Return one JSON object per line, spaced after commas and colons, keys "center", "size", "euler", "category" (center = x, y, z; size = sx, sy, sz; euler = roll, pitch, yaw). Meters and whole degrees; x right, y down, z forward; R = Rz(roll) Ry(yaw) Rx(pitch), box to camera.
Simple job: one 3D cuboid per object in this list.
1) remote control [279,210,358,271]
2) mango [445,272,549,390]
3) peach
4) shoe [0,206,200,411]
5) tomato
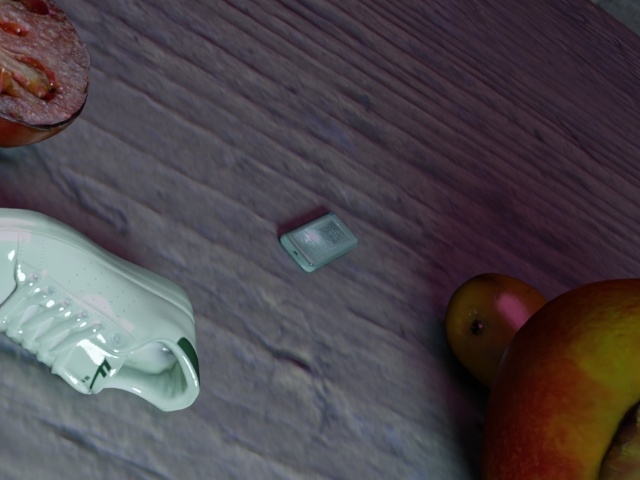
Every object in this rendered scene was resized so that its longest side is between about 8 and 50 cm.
{"center": [0.000, 0.000, 1.545], "size": [0.053, 0.018, 0.124], "euler": [49, 28, 6], "category": "remote control"}
{"center": [0.230, 0.119, 1.593], "size": [0.219, 0.112, 0.144], "euler": [34, 27, -29], "category": "mango"}
{"center": [0.311, 0.210, 1.365], "size": [0.370, 0.370, 0.370], "euler": [33, 29, -21], "category": "peach"}
{"center": [-0.193, 0.060, 1.116], "size": [0.265, 0.095, 0.110], "euler": [21, 36, -42], "category": "shoe"}
{"center": [-0.313, -0.164, 1.269], "size": [0.225, 0.085, 0.225], "euler": [33, 32, -25], "category": "tomato"}
